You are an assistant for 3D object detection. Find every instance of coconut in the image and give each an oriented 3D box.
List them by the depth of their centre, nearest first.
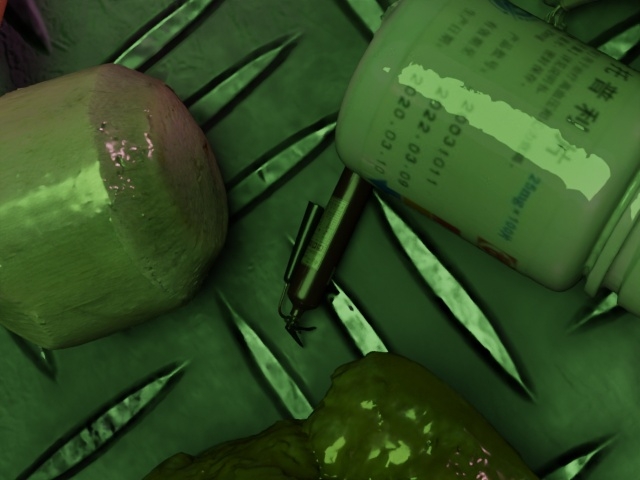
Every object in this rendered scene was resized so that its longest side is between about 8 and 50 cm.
[{"bbox_3d":[-0.201,-0.025,0.994,0.234,0.224,0.224,-11,84,16],"label":"coconut"}]

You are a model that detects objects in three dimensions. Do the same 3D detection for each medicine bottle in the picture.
[{"bbox_3d":[0.168,-0.058,0.915,0.293,0.170,0.170,33,95,15],"label":"medicine bottle"}]

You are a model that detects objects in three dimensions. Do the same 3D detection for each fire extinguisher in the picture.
[{"bbox_3d":[0.000,0.000,1.028,0.049,0.035,0.173,25,90,12],"label":"fire extinguisher"}]

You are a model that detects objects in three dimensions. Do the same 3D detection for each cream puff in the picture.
[{"bbox_3d":[0.026,0.227,0.888,0.323,0.274,0.270,37,106,11],"label":"cream puff"}]

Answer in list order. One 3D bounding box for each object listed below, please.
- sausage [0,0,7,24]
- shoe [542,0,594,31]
[{"bbox_3d":[-0.303,-0.186,1.028,0.086,0.086,0.289,-15,45,14],"label":"sausage"},{"bbox_3d":[0.182,-0.249,0.972,0.092,0.089,0.180,-32,77,23],"label":"shoe"}]
